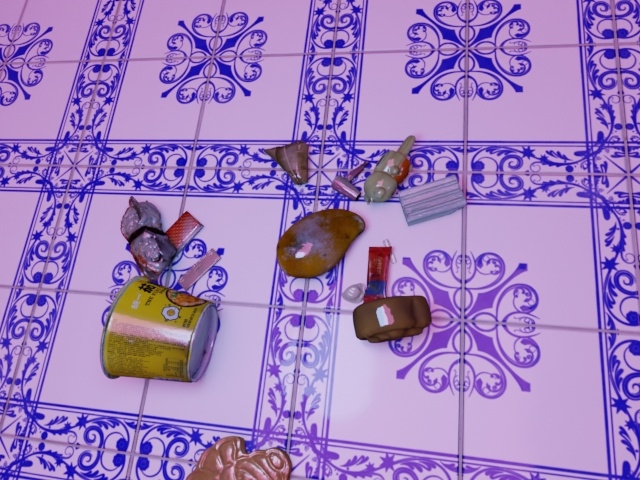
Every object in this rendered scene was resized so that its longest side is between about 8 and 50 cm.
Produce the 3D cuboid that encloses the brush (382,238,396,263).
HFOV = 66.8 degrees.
[{"bbox_3d":[0.227,0.036,1.588,0.016,0.013,0.084,-24,76,7],"label":"brush"}]

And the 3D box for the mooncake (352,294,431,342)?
[{"bbox_3d":[0.198,0.236,1.422,0.234,0.235,0.117,-15,73,5],"label":"mooncake"}]

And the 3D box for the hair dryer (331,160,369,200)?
[{"bbox_3d":[0.119,-0.219,1.677,0.106,0.054,0.154,32,76,14],"label":"hair dryer"}]

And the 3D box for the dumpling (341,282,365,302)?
[{"bbox_3d":[0.109,0.171,1.551,0.077,0.043,0.060,-27,88,-4],"label":"dumpling"}]

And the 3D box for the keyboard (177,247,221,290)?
[{"bbox_3d":[-0.421,0.100,1.686,0.166,0.017,0.055,-44,74,-6],"label":"keyboard"}]

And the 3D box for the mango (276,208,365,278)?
[{"bbox_3d":[0.000,0.000,1.574,0.316,0.146,0.193,-33,77,-8],"label":"mango"}]

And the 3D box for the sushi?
[{"bbox_3d":[-0.593,-0.009,1.679,0.130,0.124,0.332,-40,64,10],"label":"sushi"}]

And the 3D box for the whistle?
[{"bbox_3d":[0.236,-0.233,1.623,0.106,0.131,0.288,38,78,-11],"label":"whistle"}]

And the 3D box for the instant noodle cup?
[{"bbox_3d":[-0.475,0.287,1.489,0.254,0.325,0.326,11,74,5],"label":"instant noodle cup"}]

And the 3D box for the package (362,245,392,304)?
[{"bbox_3d":[0.182,0.111,1.556,0.083,0.022,0.201,-4,67,31],"label":"package"}]

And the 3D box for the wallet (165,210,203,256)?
[{"bbox_3d":[-0.515,-0.009,1.736,0.103,0.020,0.196,40,84,25],"label":"wallet"}]

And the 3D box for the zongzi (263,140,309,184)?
[{"bbox_3d":[-0.126,-0.266,1.726,0.176,0.078,0.160,-6,71,19],"label":"zongzi"}]

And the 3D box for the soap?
[{"bbox_3d":[0.364,-0.131,1.590,0.198,0.063,0.115,-16,71,5],"label":"soap"}]

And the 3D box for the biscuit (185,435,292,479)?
[{"bbox_3d":[-0.246,0.745,1.417,0.312,0.057,0.351,29,79,17],"label":"biscuit"}]
